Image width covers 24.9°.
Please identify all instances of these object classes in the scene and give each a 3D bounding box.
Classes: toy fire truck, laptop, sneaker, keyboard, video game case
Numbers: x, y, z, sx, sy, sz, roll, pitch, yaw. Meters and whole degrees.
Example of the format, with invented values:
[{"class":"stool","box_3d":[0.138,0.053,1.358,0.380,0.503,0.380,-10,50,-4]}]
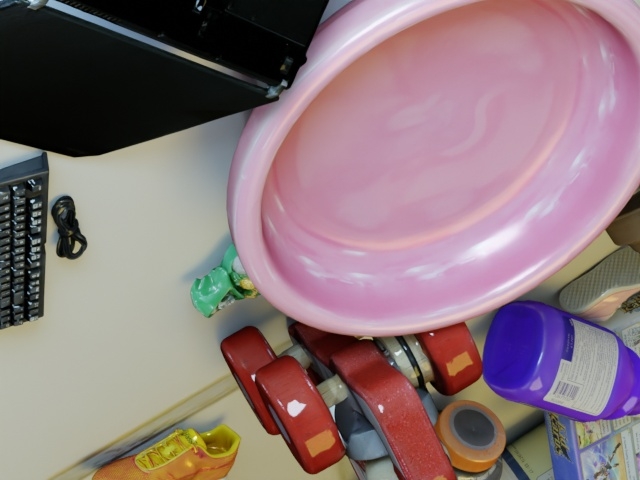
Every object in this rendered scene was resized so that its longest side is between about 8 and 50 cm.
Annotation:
[{"class":"toy fire truck","box_3d":[0.056,0.169,1.261,0.169,0.253,0.302,-30,-165,-10]},{"class":"laptop","box_3d":[-0.111,-0.159,0.801,0.234,0.137,0.264,12,104,-59]},{"class":"sneaker","box_3d":[0.349,0.054,1.719,0.134,0.051,0.070,-29,152,7]},{"class":"keyboard","box_3d":[-0.206,0.008,0.980,0.108,0.023,0.180,-22,154,-25]},{"class":"video game case","box_3d":[0.404,0.213,1.889,0.244,0.061,0.269,-22,113,-26]},{"class":"sneaker","box_3d":[-0.151,0.212,1.400,0.175,0.064,0.067,-12,128,-50]}]

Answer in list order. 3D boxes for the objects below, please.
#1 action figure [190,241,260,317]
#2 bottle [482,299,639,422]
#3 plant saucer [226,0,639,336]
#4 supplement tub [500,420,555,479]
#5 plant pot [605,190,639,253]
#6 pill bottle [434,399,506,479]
[{"class":"action figure","box_3d":[0.000,0.000,1.182,0.232,0.063,0.137,-26,158,-9]},{"class":"bottle","box_3d":[0.305,0.153,1.706,0.283,0.092,0.118,20,82,-45]},{"class":"plant saucer","box_3d":[0.085,-0.071,1.040,0.332,0.084,0.332,-15,137,-14]},{"class":"supplement tub","box_3d":[0.428,0.339,2.122,0.325,0.235,0.235,-33,156,-1]},{"class":"plant pot","box_3d":[0.414,-0.034,1.466,0.237,0.109,0.237,-31,-179,1]},{"class":"pill bottle","box_3d":[0.146,0.300,1.827,0.130,0.130,0.245,-17,150,-33]}]
